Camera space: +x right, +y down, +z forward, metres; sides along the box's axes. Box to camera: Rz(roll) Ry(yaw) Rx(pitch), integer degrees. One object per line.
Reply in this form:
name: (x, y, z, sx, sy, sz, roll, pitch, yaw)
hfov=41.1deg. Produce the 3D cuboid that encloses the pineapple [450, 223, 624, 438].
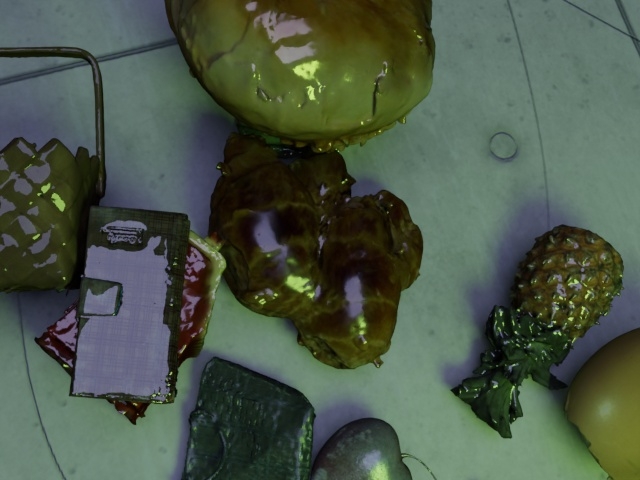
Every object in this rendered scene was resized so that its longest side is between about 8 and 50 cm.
pineapple: (0.316, 0.135, 1.229, 0.170, 0.141, 0.310, 39, 79, -23)

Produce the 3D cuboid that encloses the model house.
model house: (-0.219, 0.099, 1.120, 0.160, 0.196, 0.254, 43, 72, 3)

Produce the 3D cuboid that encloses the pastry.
pastry: (-0.026, -0.292, 1.195, 0.409, 0.245, 0.409, 11, 46, -11)

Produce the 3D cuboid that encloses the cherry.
cherry: (0.067, 0.336, 1.143, 0.148, 0.115, 0.188, -14, 83, -42)

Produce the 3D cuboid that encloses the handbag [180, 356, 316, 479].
handbag: (-0.101, 0.301, 1.149, 0.175, 0.088, 0.270, 10, 74, 2)

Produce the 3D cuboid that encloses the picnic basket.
picnic basket: (-0.402, -0.085, 1.089, 0.254, 0.291, 0.321, -3, 88, -9)

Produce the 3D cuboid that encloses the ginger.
ginger: (-0.010, -0.004, 1.199, 0.357, 0.152, 0.274, 35, 73, 0)

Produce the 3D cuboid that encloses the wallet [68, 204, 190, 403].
wallet: (-0.222, 0.073, 1.003, 0.124, 0.042, 0.230, 6, 75, -14)

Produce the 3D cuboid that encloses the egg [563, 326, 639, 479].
egg: (0.461, 0.219, 1.178, 0.201, 0.201, 0.244, 39, 104, 3)

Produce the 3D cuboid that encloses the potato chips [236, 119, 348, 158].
potato chips: (-0.025, -0.164, 1.305, 0.207, 0.028, 0.092, 4, 76, -6)
